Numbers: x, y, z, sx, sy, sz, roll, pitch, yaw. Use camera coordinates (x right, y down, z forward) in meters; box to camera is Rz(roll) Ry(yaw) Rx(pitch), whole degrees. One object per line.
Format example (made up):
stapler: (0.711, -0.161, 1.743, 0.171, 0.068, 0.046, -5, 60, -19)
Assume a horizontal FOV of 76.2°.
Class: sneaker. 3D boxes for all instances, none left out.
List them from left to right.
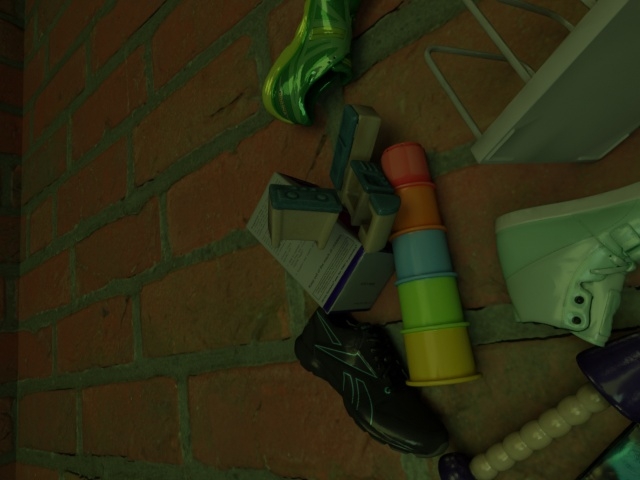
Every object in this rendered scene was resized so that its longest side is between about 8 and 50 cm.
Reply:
sneaker: (0.017, -0.326, 0.684, 0.123, 0.109, 0.296, 34, 106, 13)
sneaker: (0.067, 0.183, 0.573, 0.267, 0.101, 0.106, 32, 103, 36)
sneaker: (0.309, 0.026, 0.400, 0.255, 0.094, 0.151, -16, 69, 46)

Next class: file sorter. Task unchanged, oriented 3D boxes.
file sorter: (0.252, -0.224, 0.356, 0.278, 0.192, 0.173, -59, 44, 50)

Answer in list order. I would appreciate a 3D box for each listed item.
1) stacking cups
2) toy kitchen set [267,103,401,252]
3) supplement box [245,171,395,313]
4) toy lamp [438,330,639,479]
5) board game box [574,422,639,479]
stacking cups: (0.129, 0.026, 0.550, 0.095, 0.096, 0.317, -21, 71, 35)
toy kitchen set: (0.007, -0.095, 0.541, 0.207, 0.165, 0.122, -108, 26, -52)
supplement box: (0.000, 0.000, 0.639, 0.220, 0.111, 0.114, 41, 109, 34)
toy lamp: (0.247, 0.200, 0.442, 0.275, 0.080, 0.080, -50, 58, 22)
board game box: (0.351, 0.285, 0.383, 0.186, 0.026, 0.126, 41, 110, 34)
